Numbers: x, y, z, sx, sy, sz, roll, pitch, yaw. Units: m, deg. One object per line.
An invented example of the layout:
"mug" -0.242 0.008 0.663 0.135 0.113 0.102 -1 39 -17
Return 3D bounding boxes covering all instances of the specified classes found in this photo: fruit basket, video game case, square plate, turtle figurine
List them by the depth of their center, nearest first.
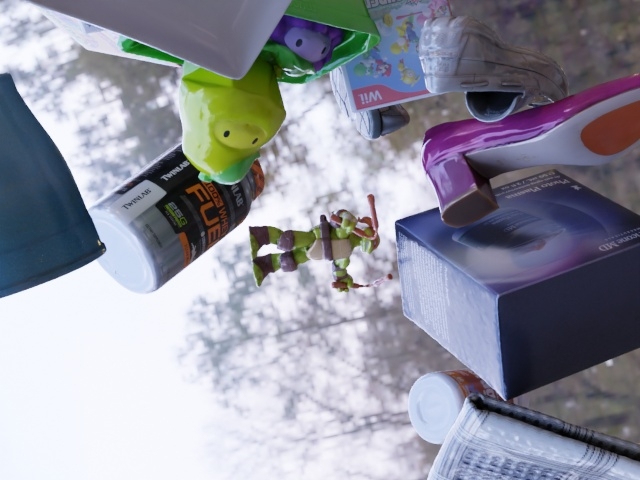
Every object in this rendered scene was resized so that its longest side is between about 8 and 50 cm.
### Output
"square plate" -0.105 -0.348 1.254 0.049 0.347 0.344 41 -165 32
"turtle figurine" 0.000 0.000 1.972 0.269 0.217 0.087 88 175 -61
"fruit basket" -0.120 -0.284 2.018 0.392 0.283 0.392 10 -109 -32
"video game case" 0.117 -0.373 2.156 0.025 0.204 0.285 -59 -45 -72

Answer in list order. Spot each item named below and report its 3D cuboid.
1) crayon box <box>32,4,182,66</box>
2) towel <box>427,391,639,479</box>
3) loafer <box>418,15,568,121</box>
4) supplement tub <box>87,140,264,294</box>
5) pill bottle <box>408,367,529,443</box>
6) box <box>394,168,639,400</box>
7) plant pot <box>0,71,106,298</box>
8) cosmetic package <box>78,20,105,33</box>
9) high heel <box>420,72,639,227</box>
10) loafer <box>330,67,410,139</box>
"crayon box" -0.408 -0.422 2.382 0.202 0.319 0.081 38 -107 -50
"towel" 0.318 0.331 1.736 0.312 0.324 0.056 103 -175 -57
"loafer" 0.232 -0.211 1.725 0.319 0.112 0.111 12 -95 -49
"supplement tub" -0.259 -0.060 2.344 0.316 0.194 0.193 -41 -61 -34
"pill bottle" 0.261 0.278 2.210 0.216 0.121 0.121 -1 -105 -46
"box" 0.311 0.051 1.883 0.294 0.296 0.182 40 144 55
"plant pot" -0.434 -0.066 1.601 0.271 0.272 0.255 -42 -62 -68
"cosmetic package" -0.286 -0.440 1.718 0.224 0.138 0.224 72 -168 -53
"high heel" 0.305 -0.173 1.781 0.127 0.377 0.181 47 -156 -44
"loafer" 0.090 -0.270 2.446 0.267 0.084 0.096 -118 23 -53
